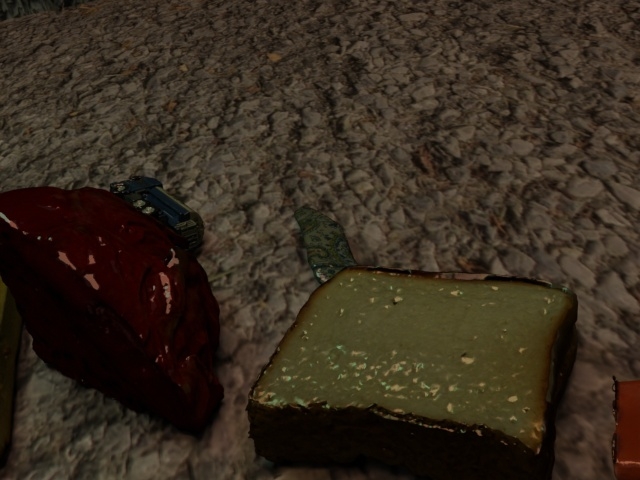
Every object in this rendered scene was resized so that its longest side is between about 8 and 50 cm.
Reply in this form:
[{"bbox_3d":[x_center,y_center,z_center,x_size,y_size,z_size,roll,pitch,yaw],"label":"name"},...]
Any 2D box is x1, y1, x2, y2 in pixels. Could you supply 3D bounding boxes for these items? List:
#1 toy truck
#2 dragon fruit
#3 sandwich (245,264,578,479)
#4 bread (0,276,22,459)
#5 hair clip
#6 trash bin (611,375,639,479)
[{"bbox_3d":[-0.249,-0.040,1.259,0.088,0.074,0.201,-23,34,-28],"label":"toy truck"},{"bbox_3d":[-0.220,0.105,0.971,0.302,0.240,0.330,-5,41,-50],"label":"dragon fruit"},{"bbox_3d":[0.105,0.130,0.859,0.301,0.099,0.271,3,29,25],"label":"sandwich"},{"bbox_3d":[-0.444,0.149,1.004,0.138,0.077,0.361,-16,32,-7],"label":"bread"},{"bbox_3d":[0.000,-0.002,1.160,0.066,0.036,0.229,-10,31,-12],"label":"hair clip"},{"bbox_3d":[0.355,0.172,0.649,0.238,0.185,0.161,-3,31,22],"label":"trash bin"}]
